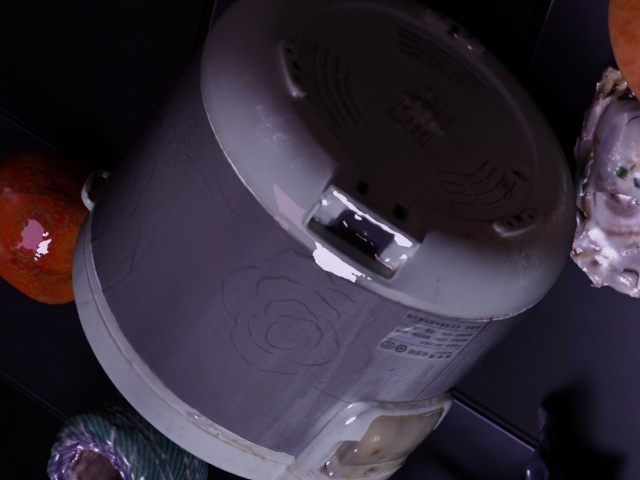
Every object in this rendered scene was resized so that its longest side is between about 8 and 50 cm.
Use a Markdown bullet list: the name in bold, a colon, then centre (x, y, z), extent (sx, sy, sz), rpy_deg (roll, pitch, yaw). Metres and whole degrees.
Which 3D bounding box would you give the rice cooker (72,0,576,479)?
- **rice cooker**: centre (0.000, 0.002, 1.202), extent (0.288, 0.288, 0.277), rpy_deg (46, 128, 11)

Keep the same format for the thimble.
- **thimble**: centre (-0.162, 0.189, 1.526), extent (0.118, 0.090, 0.135), rpy_deg (42, 131, 17)

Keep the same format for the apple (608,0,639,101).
- **apple**: centre (0.263, -0.137, 1.021), extent (0.209, 0.164, 0.209), rpy_deg (13, 115, 29)

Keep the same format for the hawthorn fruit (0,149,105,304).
- **hawthorn fruit**: centre (-0.217, -0.014, 1.458), extent (0.128, 0.128, 0.128), rpy_deg (15, 118, 30)

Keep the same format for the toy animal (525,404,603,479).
- **toy animal**: centre (0.108, 0.254, 1.330), extent (0.185, 0.122, 0.298), rpy_deg (40, 111, 5)

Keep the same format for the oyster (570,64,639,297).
- **oyster**: centre (0.210, -0.034, 1.179), extent (0.108, 0.053, 0.165), rpy_deg (29, 134, 45)
